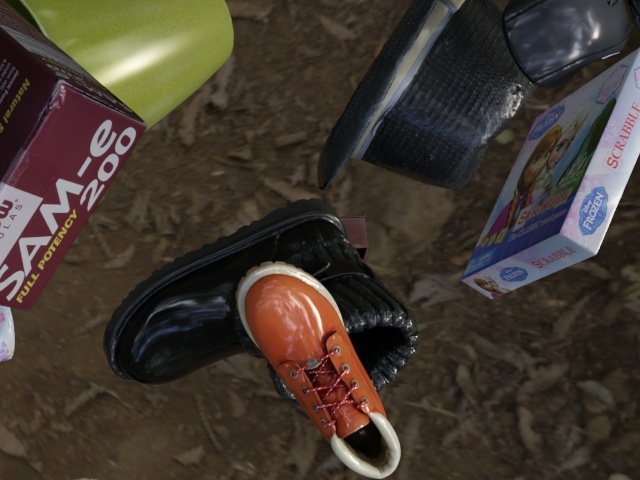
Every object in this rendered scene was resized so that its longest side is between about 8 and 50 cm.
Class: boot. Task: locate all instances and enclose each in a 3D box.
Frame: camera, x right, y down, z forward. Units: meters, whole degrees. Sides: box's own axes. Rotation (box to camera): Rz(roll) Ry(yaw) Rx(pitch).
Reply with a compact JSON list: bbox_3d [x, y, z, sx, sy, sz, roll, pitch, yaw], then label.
[{"bbox_3d":[-0.079,0.113,1.440,0.348,0.260,0.131,-34,131,4],"label":"boot"},{"bbox_3d":[0.003,0.084,0.806,0.059,0.084,0.158,-34,116,1],"label":"boot"}]

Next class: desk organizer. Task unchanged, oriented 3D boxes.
[{"bbox_3d":[0.000,0.000,1.772,0.130,0.047,0.050,-3,63,-9],"label":"desk organizer"}]

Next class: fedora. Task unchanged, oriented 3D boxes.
[{"bbox_3d":[0.132,-0.157,1.328,0.152,0.334,0.334,33,79,0],"label":"fedora"}]

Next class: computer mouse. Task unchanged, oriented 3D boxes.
[{"bbox_3d":[0.248,-0.256,1.185,0.262,0.060,0.184,-27,95,-44],"label":"computer mouse"}]

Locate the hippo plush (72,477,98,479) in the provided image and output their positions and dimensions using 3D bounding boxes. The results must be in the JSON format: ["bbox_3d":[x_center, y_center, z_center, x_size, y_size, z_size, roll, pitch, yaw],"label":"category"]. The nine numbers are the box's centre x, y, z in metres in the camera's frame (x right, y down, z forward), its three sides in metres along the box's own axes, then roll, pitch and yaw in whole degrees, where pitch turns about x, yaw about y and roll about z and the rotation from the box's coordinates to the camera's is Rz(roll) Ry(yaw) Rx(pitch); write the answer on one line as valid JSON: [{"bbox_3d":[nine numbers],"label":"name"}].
[{"bbox_3d":[-0.386,0.496,1.743,0.236,0.294,0.234,-16,138,-10],"label":"hippo plush"}]

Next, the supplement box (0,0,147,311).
[{"bbox_3d":[-0.218,-0.080,0.725,0.073,0.239,0.130,23,104,-53],"label":"supplement box"}]

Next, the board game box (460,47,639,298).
[{"bbox_3d":[0.355,-0.090,1.843,0.066,0.318,0.318,31,68,-9],"label":"board game box"}]

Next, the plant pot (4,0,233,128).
[{"bbox_3d":[-0.274,-0.257,1.701,0.293,0.274,0.275,-26,98,-31],"label":"plant pot"}]

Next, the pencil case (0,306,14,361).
[{"bbox_3d":[-0.548,0.134,1.680,0.273,0.113,0.124,-14,82,-28],"label":"pencil case"}]
